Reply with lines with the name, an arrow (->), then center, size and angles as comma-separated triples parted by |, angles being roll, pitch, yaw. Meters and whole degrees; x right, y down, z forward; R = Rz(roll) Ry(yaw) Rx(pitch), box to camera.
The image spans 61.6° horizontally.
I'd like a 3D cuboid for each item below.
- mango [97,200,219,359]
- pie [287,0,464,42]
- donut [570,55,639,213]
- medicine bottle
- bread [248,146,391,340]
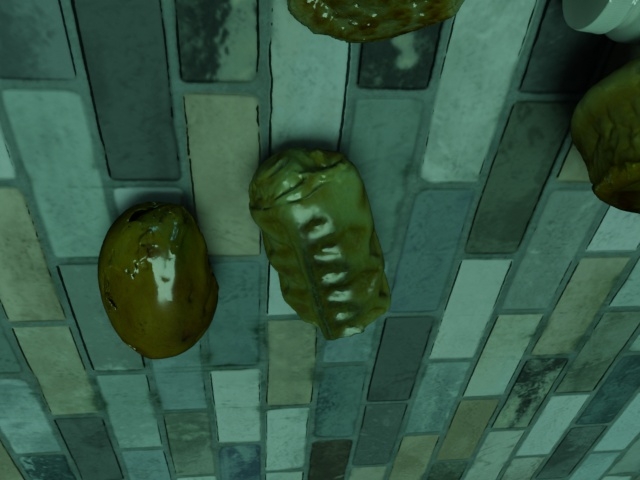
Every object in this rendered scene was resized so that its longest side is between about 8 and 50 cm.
mango -> -0.210, 0.058, 0.726 | 0.156, 0.151, 0.249 | -17, 133, -34
pie -> 0.048, -0.261, 0.512 | 0.193, 0.079, 0.163 | 13, 142, -14
donut -> 0.445, -0.112, 0.561 | 0.330, 0.160, 0.330 | -9, 163, -3
medicine bottle -> 0.355, -0.249, 0.542 | 0.186, 0.103, 0.103 | 2, 131, -9
bread -> 0.000, 0.000, 0.700 | 0.152, 0.130, 0.268 | -11, 130, 8
